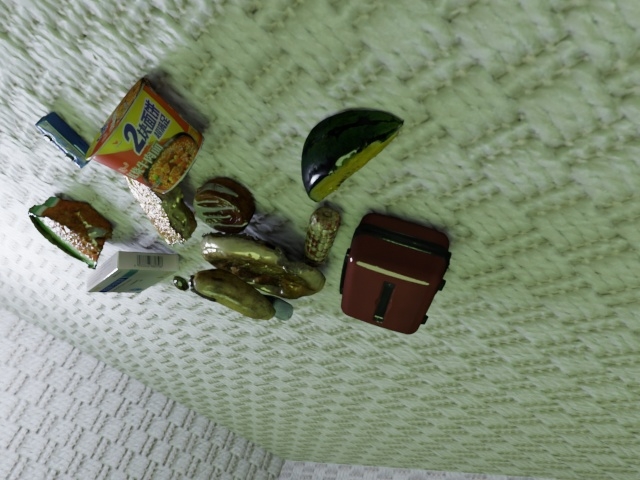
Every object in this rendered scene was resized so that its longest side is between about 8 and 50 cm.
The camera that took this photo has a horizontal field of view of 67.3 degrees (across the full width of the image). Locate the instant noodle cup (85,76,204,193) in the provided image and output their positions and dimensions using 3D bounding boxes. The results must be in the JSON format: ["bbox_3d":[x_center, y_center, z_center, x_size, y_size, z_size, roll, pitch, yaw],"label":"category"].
[{"bbox_3d":[-0.367,-0.213,1.036,0.174,0.213,0.213,35,144,-32],"label":"instant noodle cup"}]

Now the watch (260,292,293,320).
[{"bbox_3d":[-0.194,0.193,1.523,0.193,0.068,0.206,15,170,27],"label":"watch"}]

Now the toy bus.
[{"bbox_3d":[-0.659,-0.259,1.248,0.061,0.051,0.153,-13,132,32],"label":"toy bus"}]

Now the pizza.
[{"bbox_3d":[-0.415,-0.101,1.274,0.223,0.089,0.323,23,144,37],"label":"pizza"}]

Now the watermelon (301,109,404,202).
[{"bbox_3d":[0.037,-0.169,0.982,0.129,0.123,0.301,4,156,-34],"label":"watermelon"}]

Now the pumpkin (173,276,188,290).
[{"bbox_3d":[-0.510,0.164,1.751,0.050,0.028,0.083,8,147,16],"label":"pumpkin"}]

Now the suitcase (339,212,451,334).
[{"bbox_3d":[0.172,0.087,1.169,0.237,0.161,0.297,17,146,9],"label":"suitcase"}]

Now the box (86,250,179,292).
[{"bbox_3d":[-0.649,0.114,1.645,0.200,0.065,0.343,5,160,-40],"label":"box"}]

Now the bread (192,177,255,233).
[{"bbox_3d":[-0.249,-0.086,1.237,0.161,0.073,0.160,14,146,10],"label":"bread"}]

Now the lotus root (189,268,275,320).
[{"bbox_3d":[-0.246,0.149,1.363,0.259,0.097,0.110,28,176,-16],"label":"lotus root"}]

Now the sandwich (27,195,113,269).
[{"bbox_3d":[-0.796,-0.040,1.570,0.212,0.109,0.292,-23,131,35],"label":"sandwich"}]

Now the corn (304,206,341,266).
[{"bbox_3d":[0.000,0.000,1.218,0.080,0.079,0.237,19,146,5],"label":"corn"}]

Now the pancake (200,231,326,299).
[{"bbox_3d":[-0.165,0.076,1.346,0.383,0.071,0.382,15,161,6],"label":"pancake"}]
